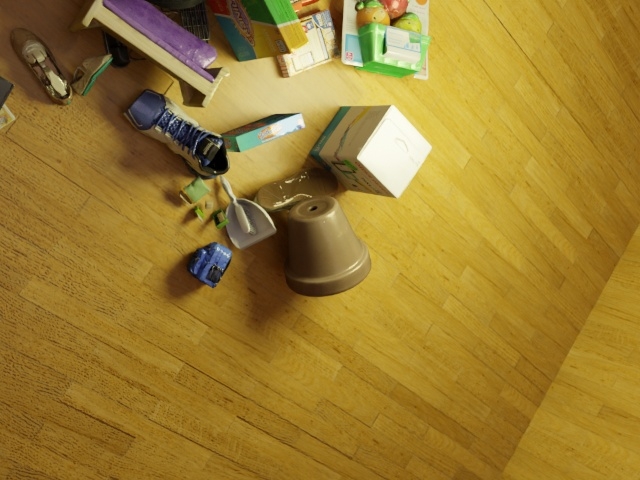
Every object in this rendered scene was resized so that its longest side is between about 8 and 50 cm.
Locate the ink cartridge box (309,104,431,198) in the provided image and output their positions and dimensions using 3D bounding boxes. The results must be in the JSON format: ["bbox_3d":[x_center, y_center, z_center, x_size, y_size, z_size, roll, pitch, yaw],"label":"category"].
[{"bbox_3d":[0.148,-0.270,2.006,0.198,0.270,0.197,41,78,-29],"label":"ink cartridge box"}]

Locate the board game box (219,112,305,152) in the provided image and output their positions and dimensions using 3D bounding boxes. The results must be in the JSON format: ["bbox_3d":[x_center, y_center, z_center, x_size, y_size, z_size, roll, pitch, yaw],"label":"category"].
[{"bbox_3d":[-0.172,-0.304,1.873,0.210,0.160,0.047,-26,111,-25],"label":"board game box"}]

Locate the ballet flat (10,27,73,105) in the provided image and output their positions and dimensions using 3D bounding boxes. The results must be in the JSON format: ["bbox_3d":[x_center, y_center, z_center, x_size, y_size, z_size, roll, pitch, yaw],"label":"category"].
[{"bbox_3d":[-0.663,-0.420,1.610,0.073,0.067,0.206,-42,117,-17],"label":"ballet flat"}]

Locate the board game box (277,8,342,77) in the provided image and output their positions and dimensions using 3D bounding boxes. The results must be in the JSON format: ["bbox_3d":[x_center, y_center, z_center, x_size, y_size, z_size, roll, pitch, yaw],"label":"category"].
[{"bbox_3d":[-0.042,-0.581,1.968,0.193,0.045,0.146,-27,112,-24],"label":"board game box"}]

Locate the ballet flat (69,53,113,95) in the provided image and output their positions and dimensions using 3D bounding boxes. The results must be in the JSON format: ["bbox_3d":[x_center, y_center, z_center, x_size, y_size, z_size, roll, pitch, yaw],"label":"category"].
[{"bbox_3d":[-0.564,-0.411,1.624,0.052,0.168,0.057,43,42,-16],"label":"ballet flat"}]

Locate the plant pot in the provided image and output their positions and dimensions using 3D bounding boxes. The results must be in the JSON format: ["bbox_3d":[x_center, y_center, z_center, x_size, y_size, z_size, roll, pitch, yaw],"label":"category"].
[{"bbox_3d":[0.000,0.000,1.954,0.263,0.263,0.229,-30,122,-23],"label":"plant pot"}]

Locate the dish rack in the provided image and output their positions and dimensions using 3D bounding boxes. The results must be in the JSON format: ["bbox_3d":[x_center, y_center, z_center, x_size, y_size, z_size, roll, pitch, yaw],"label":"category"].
[{"bbox_3d":[-0.424,-0.565,1.729,0.271,0.074,0.208,-16,108,-30],"label":"dish rack"}]

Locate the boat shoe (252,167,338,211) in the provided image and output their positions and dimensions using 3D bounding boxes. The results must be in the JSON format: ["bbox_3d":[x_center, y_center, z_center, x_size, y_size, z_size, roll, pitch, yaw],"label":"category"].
[{"bbox_3d":[-0.077,-0.149,2.013,0.285,0.089,0.104,-14,80,-31],"label":"boat shoe"}]

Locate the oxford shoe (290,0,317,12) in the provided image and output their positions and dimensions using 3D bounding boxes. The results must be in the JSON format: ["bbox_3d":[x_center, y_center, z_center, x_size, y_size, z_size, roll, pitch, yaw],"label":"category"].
[{"bbox_3d":[-0.045,-0.724,1.915,0.271,0.097,0.098,-37,105,-24],"label":"oxford shoe"}]

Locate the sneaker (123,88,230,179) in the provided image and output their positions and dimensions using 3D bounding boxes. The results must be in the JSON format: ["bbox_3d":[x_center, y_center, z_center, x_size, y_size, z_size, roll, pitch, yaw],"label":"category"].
[{"bbox_3d":[-0.346,-0.276,1.760,0.315,0.182,0.127,41,76,-30],"label":"sneaker"}]

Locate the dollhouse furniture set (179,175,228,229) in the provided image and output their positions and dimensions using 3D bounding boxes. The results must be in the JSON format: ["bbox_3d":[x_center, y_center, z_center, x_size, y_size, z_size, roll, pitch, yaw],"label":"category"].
[{"bbox_3d":[-0.321,-0.098,1.857,0.076,0.058,0.151,-34,133,4],"label":"dollhouse furniture set"}]

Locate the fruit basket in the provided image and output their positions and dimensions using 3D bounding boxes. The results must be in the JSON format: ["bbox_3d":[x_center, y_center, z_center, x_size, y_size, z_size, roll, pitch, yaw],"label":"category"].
[{"bbox_3d":[0.214,-0.689,2.037,0.327,0.165,0.353,3,94,-31],"label":"fruit basket"}]

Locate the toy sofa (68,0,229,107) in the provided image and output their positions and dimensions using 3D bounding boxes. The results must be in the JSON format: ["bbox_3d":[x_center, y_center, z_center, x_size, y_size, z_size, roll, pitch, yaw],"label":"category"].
[{"bbox_3d":[-0.401,-0.489,1.623,0.362,0.150,0.177,32,83,-32],"label":"toy sofa"}]

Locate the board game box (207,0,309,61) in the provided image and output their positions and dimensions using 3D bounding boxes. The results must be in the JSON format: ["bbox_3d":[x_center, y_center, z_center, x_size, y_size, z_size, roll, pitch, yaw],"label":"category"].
[{"bbox_3d":[-0.179,-0.592,1.725,0.064,0.316,0.242,-38,115,-20],"label":"board game box"}]

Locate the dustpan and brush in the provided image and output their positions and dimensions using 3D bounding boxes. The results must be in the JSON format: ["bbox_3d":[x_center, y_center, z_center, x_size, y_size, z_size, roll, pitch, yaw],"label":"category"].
[{"bbox_3d":[-0.232,-0.090,1.917,0.060,0.147,0.211,-12,78,-62],"label":"dustpan and brush"}]

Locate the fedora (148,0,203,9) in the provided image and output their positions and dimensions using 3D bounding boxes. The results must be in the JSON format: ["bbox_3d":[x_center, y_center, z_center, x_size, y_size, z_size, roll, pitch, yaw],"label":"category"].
[{"bbox_3d":[-0.330,-0.643,1.547,0.334,0.152,0.334,1,74,-4],"label":"fedora"}]

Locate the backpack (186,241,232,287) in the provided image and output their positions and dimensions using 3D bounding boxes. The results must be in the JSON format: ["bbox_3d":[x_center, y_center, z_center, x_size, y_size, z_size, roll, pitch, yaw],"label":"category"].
[{"bbox_3d":[-0.312,0.061,1.892,0.101,0.098,0.120,36,81,-27],"label":"backpack"}]

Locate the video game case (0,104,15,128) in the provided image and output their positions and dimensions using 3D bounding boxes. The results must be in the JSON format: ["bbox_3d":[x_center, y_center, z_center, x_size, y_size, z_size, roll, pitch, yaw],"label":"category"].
[{"bbox_3d":[-0.864,-0.318,1.533,0.206,0.026,0.227,-40,116,-19],"label":"video game case"}]

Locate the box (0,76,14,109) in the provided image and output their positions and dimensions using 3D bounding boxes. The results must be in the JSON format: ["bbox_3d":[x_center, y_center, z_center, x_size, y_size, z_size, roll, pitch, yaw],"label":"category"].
[{"bbox_3d":[-0.828,-0.326,1.511,0.191,0.045,0.184,31,84,-31],"label":"box"}]
